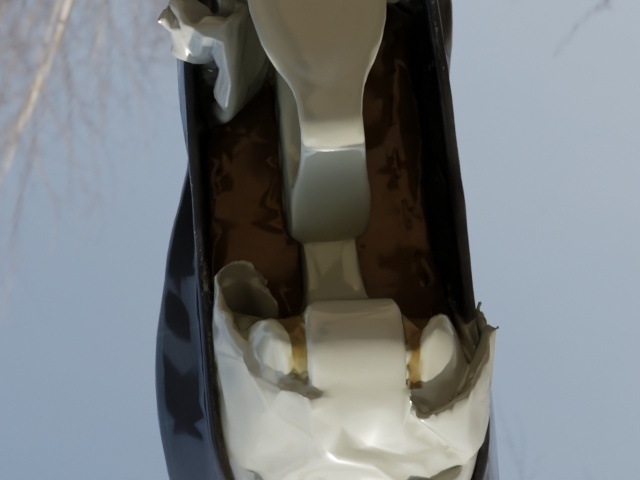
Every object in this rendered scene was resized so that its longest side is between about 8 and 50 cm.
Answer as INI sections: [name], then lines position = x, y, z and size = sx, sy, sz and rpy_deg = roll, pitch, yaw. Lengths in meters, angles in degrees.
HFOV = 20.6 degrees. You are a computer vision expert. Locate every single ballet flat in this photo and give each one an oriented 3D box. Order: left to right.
[ballet flat]
position = 0.000, 0.000, 0.348
size = 0.074, 0.074, 0.203
rpy_deg = 0, -97, -28
